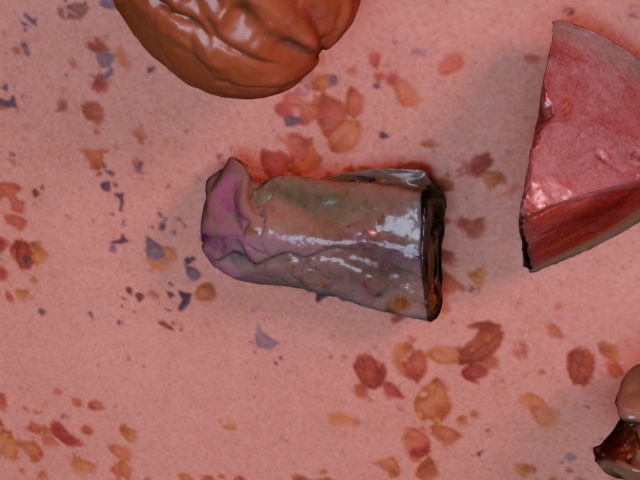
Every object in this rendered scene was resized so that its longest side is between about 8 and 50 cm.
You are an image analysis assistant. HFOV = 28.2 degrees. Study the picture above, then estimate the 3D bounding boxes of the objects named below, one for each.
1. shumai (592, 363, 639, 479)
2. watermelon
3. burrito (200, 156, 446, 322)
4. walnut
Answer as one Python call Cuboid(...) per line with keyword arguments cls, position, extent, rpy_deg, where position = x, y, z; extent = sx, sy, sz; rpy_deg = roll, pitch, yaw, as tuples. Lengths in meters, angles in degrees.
Cuboid(cls="shumai", position=(0.366, 0.177, 1.113), extent=(0.218, 0.189, 0.256), rpy_deg=(29, 141, 24))
Cuboid(cls="watermelon", position=(0.192, -0.059, 1.044), extent=(0.136, 0.202, 0.207), rpy_deg=(55, 127, 33))
Cuboid(cls="burrito", position=(0.000, 0.000, 1.175), extent=(0.228, 0.089, 0.144), rpy_deg=(5, 116, 15))
Cuboid(cls="walnut", position=(-0.072, -0.221, 1.022), extent=(0.213, 0.213, 0.213), rpy_deg=(8, 120, 15))
